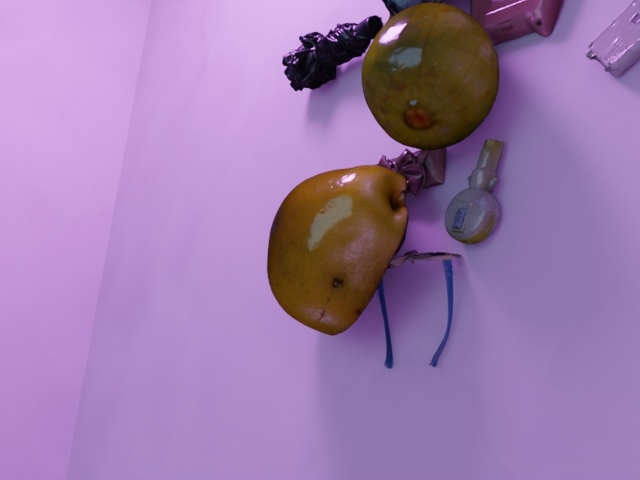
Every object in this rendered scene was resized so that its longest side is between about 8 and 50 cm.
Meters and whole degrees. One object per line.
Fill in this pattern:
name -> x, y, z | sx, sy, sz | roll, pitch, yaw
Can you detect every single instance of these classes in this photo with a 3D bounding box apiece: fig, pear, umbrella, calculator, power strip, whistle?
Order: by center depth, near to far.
power strip -> 0.509, -0.345, 0.978 | 0.192, 0.035, 0.081 | -46, 41, 29
whistle -> 0.283, -0.090, 1.128 | 0.104, 0.057, 0.198 | 13, 85, 55
fig -> 0.211, -0.329, 1.204 | 0.258, 0.258, 0.326 | -38, 27, 36
calculator -> 0.387, -0.535, 1.224 | 0.220, 0.048, 0.330 | -4, 72, 54
pear -> 0.000, 0.000, 1.251 | 0.340, 0.191, 0.386 | -86, 22, -43
umbrella -> 0.021, -0.480, 1.622 | 0.336, 0.128, 0.154 | 3, 75, 55

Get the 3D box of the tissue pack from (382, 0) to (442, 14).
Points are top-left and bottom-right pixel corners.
tissue pack -> 0.216, -0.600, 1.306 | 0.257, 0.081, 0.185 | -46, 72, 23

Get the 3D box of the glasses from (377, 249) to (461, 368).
glasses -> 0.159, 0.120, 1.159 | 0.189, 0.088, 0.221 | -13, 62, 50

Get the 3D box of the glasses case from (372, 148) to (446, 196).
glasses case -> 0.165, -0.133, 1.299 | 0.193, 0.070, 0.103 | -12, 65, 51

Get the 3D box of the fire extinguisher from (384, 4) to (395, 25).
fire extinguisher -> 0.239, -0.596, 1.415 | 0.337, 0.114, 0.135 | -54, -5, 19
